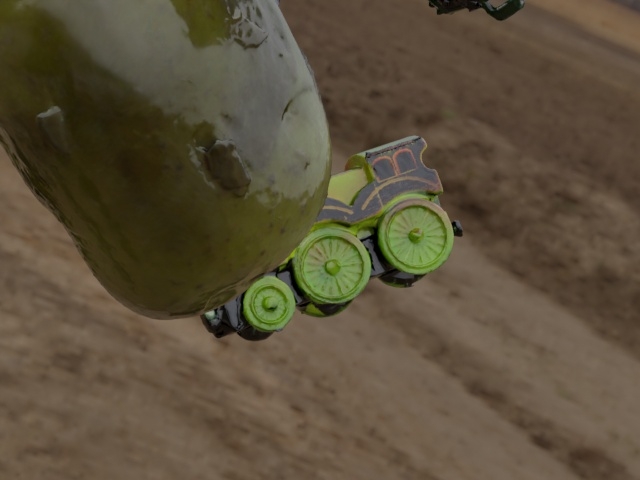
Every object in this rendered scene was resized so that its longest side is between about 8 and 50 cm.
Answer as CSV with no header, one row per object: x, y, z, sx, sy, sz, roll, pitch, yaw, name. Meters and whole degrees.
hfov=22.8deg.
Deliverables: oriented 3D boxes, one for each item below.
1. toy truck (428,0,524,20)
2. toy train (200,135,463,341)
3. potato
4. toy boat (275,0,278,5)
0.085,-0.199,0.781,0.088,0.121,0.259,43,32,-15,toy truck
0.000,0.000,1.654,0.296,0.160,0.100,-21,-2,-17,toy train
-0.093,-0.072,0.772,0.271,0.160,0.111,61,7,-20,potato
-0.174,-0.141,1.276,0.318,0.219,0.072,-12,41,13,toy boat
